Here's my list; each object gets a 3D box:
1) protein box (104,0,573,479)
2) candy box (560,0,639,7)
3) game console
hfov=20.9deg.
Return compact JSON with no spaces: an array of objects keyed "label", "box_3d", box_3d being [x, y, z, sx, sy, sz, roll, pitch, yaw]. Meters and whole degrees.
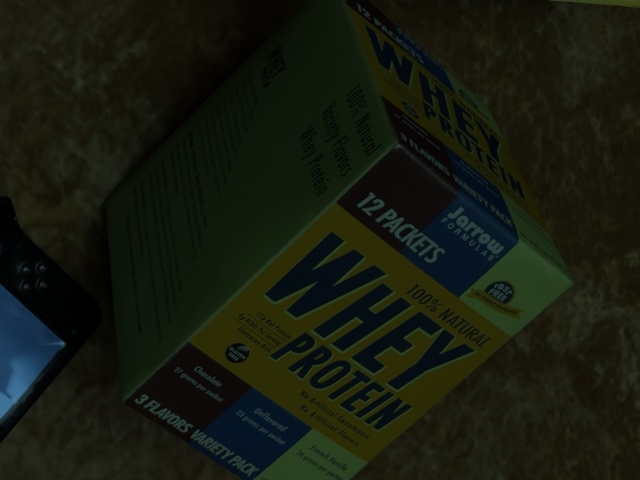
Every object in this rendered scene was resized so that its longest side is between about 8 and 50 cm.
[{"label":"protein box","box_3d":[0.000,0.000,0.963,0.136,0.200,0.201,37,110,-28]},{"label":"candy box","box_3d":[0.113,-0.303,1.000,0.268,0.122,0.317,-2,127,-29]},{"label":"game console","box_3d":[-0.193,0.062,0.971,0.124,0.085,0.144,46,75,-26]}]
